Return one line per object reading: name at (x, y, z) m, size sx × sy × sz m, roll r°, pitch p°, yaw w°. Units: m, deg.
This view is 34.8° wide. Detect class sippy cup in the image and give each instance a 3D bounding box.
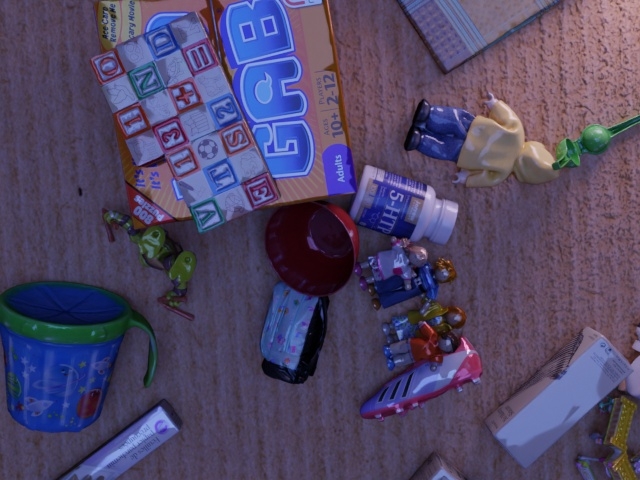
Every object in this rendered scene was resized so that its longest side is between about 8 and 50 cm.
sippy cup at (-0.468, 0.214, 1.832) m, size 0.305 × 0.240 × 0.224 m, roll 16°, pitch 105°, yaw 20°

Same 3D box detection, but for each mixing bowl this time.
mixing bowl at (0.000, 0.000, 1.828) m, size 0.181 × 0.098 × 0.181 m, roll 10°, pitch 113°, yaw 25°

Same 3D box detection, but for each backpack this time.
backpack at (-0.048, 0.165, 1.872) m, size 0.115 × 0.152 × 0.182 m, roll 14°, pitch 88°, yaw 2°

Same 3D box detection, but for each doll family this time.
doll family at (0.180, 0.107, 1.887) m, size 0.163 × 0.118 × 0.263 m, roll -18°, pitch 97°, yaw 18°

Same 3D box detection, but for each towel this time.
towel at (0.312, -0.514, 1.875) m, size 0.370 × 0.040 × 0.271 m, roll -33°, pitch 94°, yaw 3°

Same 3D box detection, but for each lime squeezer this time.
lime squeezer at (0.501, -0.187, 1.879) m, size 0.310 × 0.110 × 0.059 m, roll -26°, pitch 77°, yaw -29°

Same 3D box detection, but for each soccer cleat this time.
soccer cleat at (0.184, 0.265, 1.922) m, size 0.248 × 0.083 × 0.095 m, roll -22°, pitch 70°, yaw 3°

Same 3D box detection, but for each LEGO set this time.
LEGO set at (0.553, 0.387, 1.942) m, size 0.132 × 0.107 × 0.287 m, roll -10°, pitch 91°, yaw -35°

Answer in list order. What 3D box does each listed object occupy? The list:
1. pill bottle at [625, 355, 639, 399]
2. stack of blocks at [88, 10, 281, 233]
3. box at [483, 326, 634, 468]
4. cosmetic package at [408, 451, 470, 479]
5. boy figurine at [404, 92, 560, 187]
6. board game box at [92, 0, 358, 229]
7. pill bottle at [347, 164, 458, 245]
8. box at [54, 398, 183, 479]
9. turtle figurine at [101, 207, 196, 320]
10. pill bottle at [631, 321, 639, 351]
pill bottle at (0.673, 0.289, 1.889) m, size 0.208 × 0.117 × 0.117 m, roll 27°, pitch 94°, yaw -17°
stack of blocks at (-0.196, -0.162, 1.505) m, size 0.171 × 0.087 × 0.297 m, roll -24°, pitch 94°, yaw 2°
box at (0.442, 0.291, 1.907) m, size 0.275 × 0.113 × 0.094 m, roll -43°, pitch 94°, yaw 1°
cosmetic package at (0.179, 0.573, 1.922) m, size 0.160 × 0.113 × 0.309 m, roll 41°, pitch 93°, yaw -4°
boy figurine at (0.305, -0.179, 1.874) m, size 0.285 × 0.092 × 0.177 m, roll 15°, pitch 94°, yaw -3°
board game box at (-0.145, -0.232, 1.724) m, size 0.356 × 0.356 × 0.356 m, roll -9°, pitch 95°, yaw 0°
pill bottle at (0.151, -0.059, 1.869) m, size 0.186 × 0.112 × 0.112 m, roll 18°, pitch 94°, yaw -3°
box at (-0.407, 0.421, 1.919) m, size 0.324 × 0.067 × 0.063 m, roll -37°, pitch 95°, yaw 3°
turtle figurine at (-0.283, 0.034, 1.835) m, size 0.087 × 0.217 × 0.269 m, roll -39°, pitch 101°, yaw -17°
pill bottle at (0.637, 0.160, 1.921) m, size 0.067 × 0.067 × 0.120 m, roll 27°, pitch 93°, yaw -3°
